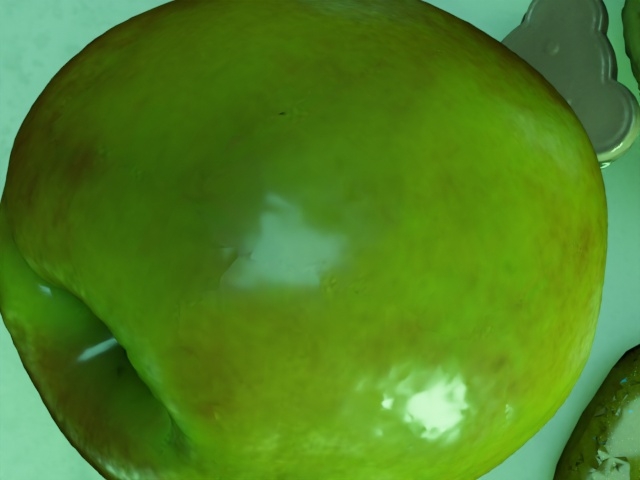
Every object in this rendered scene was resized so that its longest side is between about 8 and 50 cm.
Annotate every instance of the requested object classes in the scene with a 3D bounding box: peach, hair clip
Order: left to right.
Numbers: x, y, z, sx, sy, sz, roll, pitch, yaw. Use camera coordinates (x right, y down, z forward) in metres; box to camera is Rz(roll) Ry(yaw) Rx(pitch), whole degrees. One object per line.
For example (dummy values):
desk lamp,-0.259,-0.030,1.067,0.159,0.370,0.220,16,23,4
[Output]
peach,0.000,0.000,0.635,0.332,0.308,0.308,-28,83,-29
hair clip,0.124,-0.096,0.761,0.138,0.102,0.123,-4,76,-9

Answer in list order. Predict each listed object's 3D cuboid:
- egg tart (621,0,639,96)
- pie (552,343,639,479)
egg tart,0.253,-0.152,0.667,0.132,0.297,0.297,9,77,-17
pie,0.270,0.177,0.742,0.273,0.069,0.273,1,79,-7
